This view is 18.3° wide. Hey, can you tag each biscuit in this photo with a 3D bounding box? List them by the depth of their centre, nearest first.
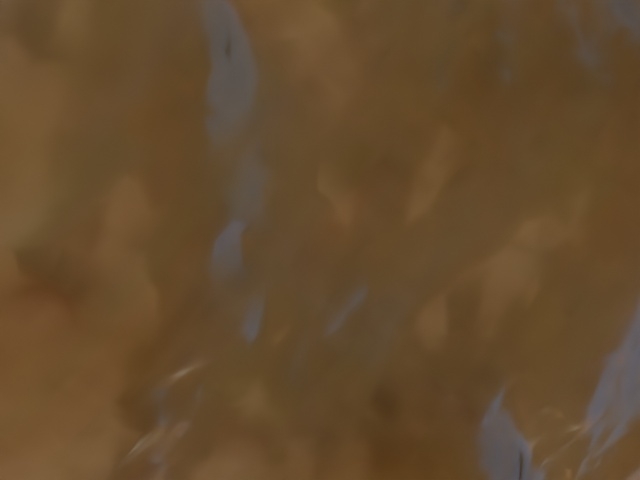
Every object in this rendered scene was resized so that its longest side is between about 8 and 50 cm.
[{"bbox_3d":[0.001,0.000,0.529,0.104,0.429,0.446,34,-11,45],"label":"biscuit"}]
